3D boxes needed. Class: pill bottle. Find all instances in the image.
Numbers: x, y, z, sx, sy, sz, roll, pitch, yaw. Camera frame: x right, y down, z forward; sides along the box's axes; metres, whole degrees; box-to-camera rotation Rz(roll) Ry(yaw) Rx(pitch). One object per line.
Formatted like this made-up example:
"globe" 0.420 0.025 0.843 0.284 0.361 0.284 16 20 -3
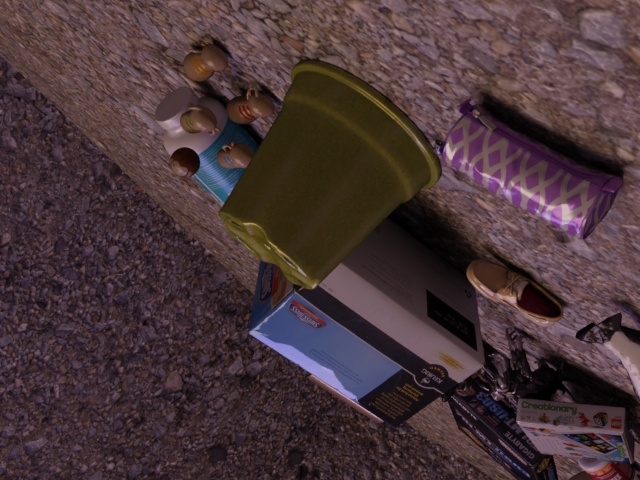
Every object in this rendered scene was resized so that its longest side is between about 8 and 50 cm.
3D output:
"pill bottle" -0.213 -0.185 1.845 0.146 0.146 0.264 25 162 49
"pill bottle" 0.652 0.515 2.068 0.152 0.086 0.086 43 168 -24

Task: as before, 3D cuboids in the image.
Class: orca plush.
"orca plush" 0.497 0.214 1.356 0.287 0.151 0.102 35 -160 2

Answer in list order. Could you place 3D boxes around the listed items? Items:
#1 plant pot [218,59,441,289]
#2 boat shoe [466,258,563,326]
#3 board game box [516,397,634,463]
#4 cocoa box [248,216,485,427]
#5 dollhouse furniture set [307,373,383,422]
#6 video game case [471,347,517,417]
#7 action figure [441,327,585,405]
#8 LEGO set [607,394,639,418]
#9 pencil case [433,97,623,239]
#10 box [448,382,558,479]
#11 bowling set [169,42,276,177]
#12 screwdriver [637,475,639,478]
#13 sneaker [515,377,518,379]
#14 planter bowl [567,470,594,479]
"plant pot" -0.007 -0.078 1.364 0.276 0.254 0.276 37 169 8
"boat shoe" 0.317 0.079 1.483 0.170 0.063 0.059 29 166 -2
"board game box" 0.505 0.375 1.802 0.193 0.053 0.305 2 158 22
"cocoa box" 0.081 0.117 1.619 0.347 0.228 0.231 36 -149 -20
"dollhouse furniture set" 0.093 0.249 2.003 0.362 0.256 0.394 33 164 0
"video game case" 0.391 0.323 2.129 0.275 0.035 0.248 47 170 12
"action figure" 0.369 0.254 1.800 0.275 0.141 0.164 3 142 -12
"LEGO set" 0.568 0.306 1.695 0.083 0.023 0.054 28 175 -22
"pencil case" 0.236 -0.084 1.047 0.206 0.086 0.088 32 140 21
"box" 0.431 0.467 2.201 0.295 0.073 0.293 40 169 33
"bowling set" -0.162 -0.182 1.608 0.287 0.200 0.154 38 168 -20
"screwdriver" 0.755 0.558 2.101 0.170 0.024 0.025 3 115 60
"sneaker" 0.443 0.332 2.132 0.035 0.031 0.083 25 163 46
"planter bowl" 0.708 0.653 2.371 0.162 0.109 0.162 36 168 9
